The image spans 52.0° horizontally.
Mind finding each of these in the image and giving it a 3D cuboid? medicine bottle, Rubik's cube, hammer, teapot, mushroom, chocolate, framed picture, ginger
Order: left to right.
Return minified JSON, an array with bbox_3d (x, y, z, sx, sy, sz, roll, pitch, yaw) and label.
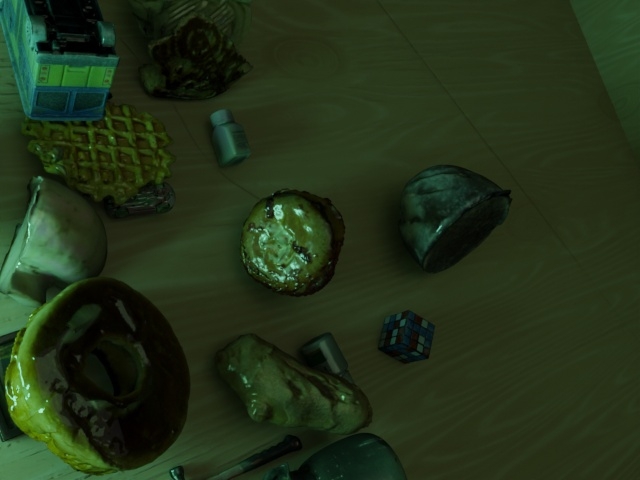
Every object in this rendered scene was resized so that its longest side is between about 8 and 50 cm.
[{"bbox_3d":[-0.510,0.240,1.128,0.128,0.023,0.168,-19,84,-39],"label":"framed picture"},{"bbox_3d":[-0.452,0.003,1.172,0.173,0.162,0.236,20,64,-27],"label":"mushroom"},{"bbox_3d":[-0.210,-0.235,1.494,0.055,0.074,0.118,-15,81,-38],"label":"medicine bottle"},{"bbox_3d":[-0.155,0.450,1.300,0.287,0.033,0.111,-15,81,-39],"label":"hammer"},{"bbox_3d":[-0.053,0.308,1.341,0.354,0.126,0.190,22,32,-14],"label":"ginger"},{"bbox_3d":[-0.001,0.546,1.306,0.285,0.305,0.223,-2,35,-29],"label":"teapot"},{"bbox_3d":[0.018,0.278,1.460,0.080,0.080,0.130,-28,90,-39],"label":"medicine bottle"},{"bbox_3d":[0.212,0.238,1.608,0.092,0.092,0.092,32,57,-22],"label":"Rubik's cube"},{"bbox_3d":[0.320,-0.083,1.715,0.303,0.303,0.213,-18,58,-39],"label":"chocolate"}]

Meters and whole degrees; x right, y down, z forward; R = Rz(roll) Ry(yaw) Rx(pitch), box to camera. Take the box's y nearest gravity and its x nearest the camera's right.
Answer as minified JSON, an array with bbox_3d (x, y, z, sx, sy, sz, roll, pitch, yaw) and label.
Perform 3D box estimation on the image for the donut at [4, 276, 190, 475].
[{"bbox_3d":[-0.384,0.236,1.123,0.330,0.160,0.330,39,36,-35],"label":"donut"}]

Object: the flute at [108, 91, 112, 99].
[{"bbox_3d":[-0.474,-0.411,1.402,0.027,0.027,0.233,-3,75,-37],"label":"flute"}]

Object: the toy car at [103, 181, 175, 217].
[{"bbox_3d":[-0.368,-0.081,1.335,0.142,0.055,0.069,-9,68,-28],"label":"toy car"}]

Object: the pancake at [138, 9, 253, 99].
[{"bbox_3d":[-0.284,-0.386,1.461,0.056,0.212,0.257,53,9,34],"label":"pancake"}]

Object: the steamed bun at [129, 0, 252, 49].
[{"bbox_3d":[-0.292,-0.561,1.478,0.280,0.268,0.207,0,37,-49],"label":"steamed bun"}]

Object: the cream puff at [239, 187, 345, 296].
[{"bbox_3d":[-0.057,0.004,1.439,0.164,0.240,0.240,12,62,-66],"label":"cream puff"}]

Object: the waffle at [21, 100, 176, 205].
[{"bbox_3d":[-0.431,-0.192,1.302,0.280,0.060,0.262,40,46,-3],"label":"waffle"}]

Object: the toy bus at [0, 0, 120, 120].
[{"bbox_3d":[-0.498,-0.395,1.233,0.152,0.190,0.312,-8,61,-33],"label":"toy bus"}]
